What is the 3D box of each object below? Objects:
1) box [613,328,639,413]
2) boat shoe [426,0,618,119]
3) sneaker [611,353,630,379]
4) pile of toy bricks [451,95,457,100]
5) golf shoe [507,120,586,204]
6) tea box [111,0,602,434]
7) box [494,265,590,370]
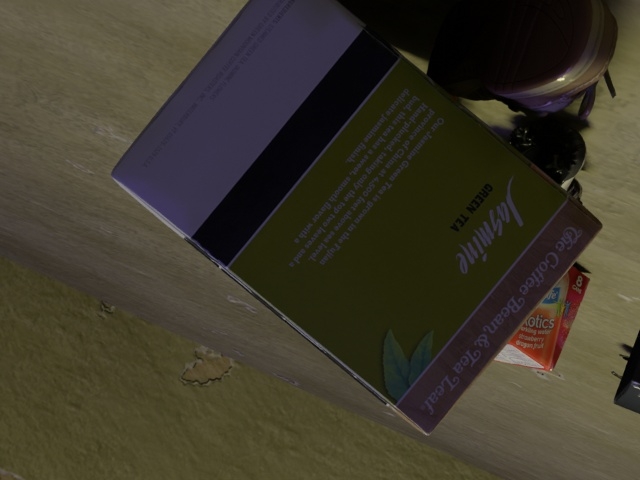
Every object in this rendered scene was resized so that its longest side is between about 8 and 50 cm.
[{"bbox_3d":[0.373,0.075,1.778,0.153,0.207,0.108,23,167,5],"label":"box"},{"bbox_3d":[0.170,-0.148,1.529,0.089,0.104,0.285,21,179,-16],"label":"boat shoe"},{"bbox_3d":[0.445,0.191,2.447,0.170,0.051,0.089,24,172,15],"label":"sneaker"},{"bbox_3d":[0.082,-0.088,1.928,0.105,0.118,0.212,-7,180,-41],"label":"pile of toy bricks"},{"bbox_3d":[0.214,-0.062,1.857,0.094,0.077,0.198,-5,165,-23],"label":"golf shoe"},{"bbox_3d":[0.026,-0.035,1.642,0.323,0.220,0.329,40,-179,-3],"label":"tea box"},{"bbox_3d":[0.162,0.056,2.257,0.128,0.123,0.257,34,164,-35],"label":"box"}]
